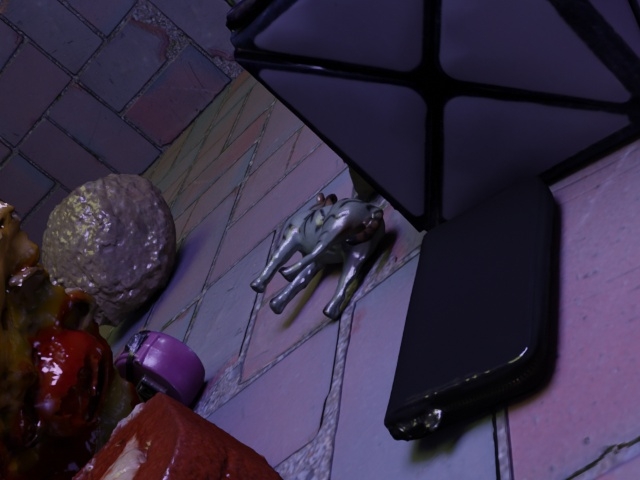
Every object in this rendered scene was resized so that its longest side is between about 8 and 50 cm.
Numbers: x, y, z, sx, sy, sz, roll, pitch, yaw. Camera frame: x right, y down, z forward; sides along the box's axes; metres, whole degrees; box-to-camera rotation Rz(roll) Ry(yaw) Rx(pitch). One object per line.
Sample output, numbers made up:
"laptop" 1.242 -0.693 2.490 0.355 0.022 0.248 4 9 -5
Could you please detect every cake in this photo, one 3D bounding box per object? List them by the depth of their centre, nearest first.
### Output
"cake" -0.141 0.245 0.802 0.177 0.151 0.283 -58 14 -13

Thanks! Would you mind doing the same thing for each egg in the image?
"egg" -0.413 0.017 1.748 0.279 0.279 0.310 -171 94 -70

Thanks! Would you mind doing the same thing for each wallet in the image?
"wallet" 0.129 0.051 0.727 0.149 0.044 0.250 -32 24 33

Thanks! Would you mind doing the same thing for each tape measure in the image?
"tape measure" -0.217 0.179 1.171 0.074 0.118 0.125 -59 3 -38

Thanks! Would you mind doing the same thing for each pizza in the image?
"pizza" -0.281 0.196 0.994 0.130 0.406 0.440 -4 79 19

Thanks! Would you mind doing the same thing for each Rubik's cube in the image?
"Rubik's cube" 0.137 -0.240 0.857 0.307 0.310 0.305 -29 28 43

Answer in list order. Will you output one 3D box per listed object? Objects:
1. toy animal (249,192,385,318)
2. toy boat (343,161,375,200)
"toy animal" -0.013 0.013 1.075 0.170 0.090 0.255 -48 20 -5
"toy boat" 0.056 -0.240 1.115 0.111 0.276 0.293 -4 58 16
